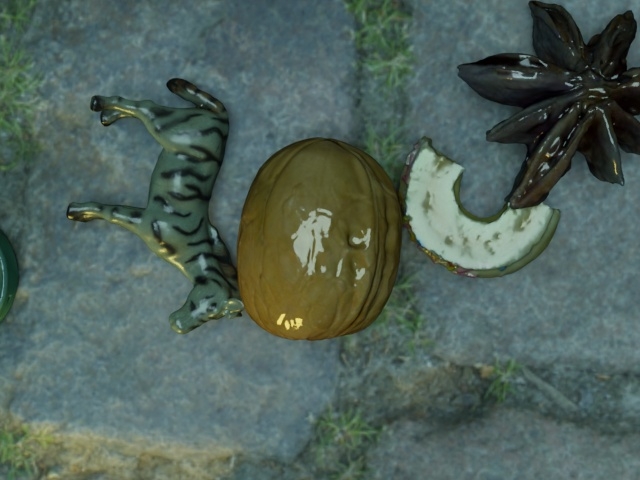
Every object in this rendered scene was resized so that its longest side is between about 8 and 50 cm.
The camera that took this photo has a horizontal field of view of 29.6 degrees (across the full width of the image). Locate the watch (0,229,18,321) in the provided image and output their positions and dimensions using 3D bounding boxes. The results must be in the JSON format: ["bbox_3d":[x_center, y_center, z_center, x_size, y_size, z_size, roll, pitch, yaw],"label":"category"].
[{"bbox_3d":[-0.436,0.042,1.257,0.237,0.068,0.195,-17,93,0],"label":"watch"}]

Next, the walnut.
[{"bbox_3d":[0.000,0.000,1.177,0.165,0.165,0.197,14,95,3],"label":"walnut"}]

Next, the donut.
[{"bbox_3d":[0.145,-0.021,1.215,0.166,0.065,0.108,29,90,0],"label":"donut"}]

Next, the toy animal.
[{"bbox_3d":[-0.169,-0.034,1.228,0.170,0.090,0.255,-6,94,-1],"label":"toy animal"}]

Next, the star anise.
[{"bbox_3d":[0.242,-0.136,1.176,0.229,0.093,0.236,20,75,1],"label":"star anise"}]
